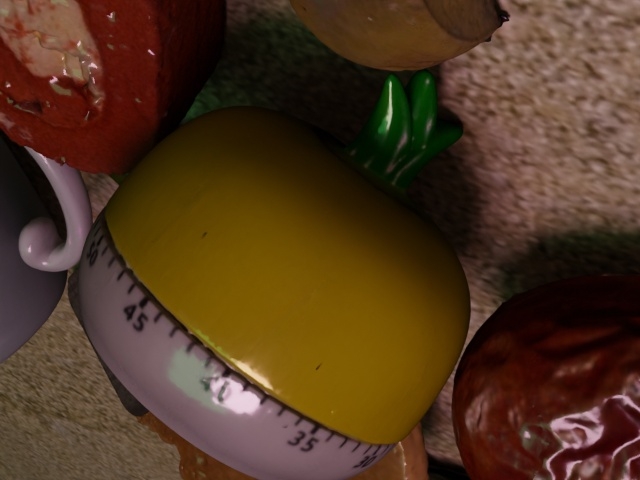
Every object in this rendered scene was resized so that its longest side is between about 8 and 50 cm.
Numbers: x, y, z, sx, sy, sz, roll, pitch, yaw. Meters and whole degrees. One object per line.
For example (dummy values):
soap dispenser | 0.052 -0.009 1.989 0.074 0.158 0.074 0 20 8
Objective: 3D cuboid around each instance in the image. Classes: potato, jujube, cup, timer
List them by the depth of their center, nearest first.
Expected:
potato | 0.013 -0.202 0.660 0.138 0.098 0.243 9 132 36
jujube | 0.212 0.107 0.745 0.255 0.190 0.190 -24 111 42
timer | 0.000 0.000 0.770 0.285 0.285 0.285 22 139 21
cup | -0.351 -0.020 1.029 0.357 0.259 0.274 -11 123 30

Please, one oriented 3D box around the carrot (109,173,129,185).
carrot | -0.146 -0.067 0.951 0.358 0.074 0.074 41 143 2

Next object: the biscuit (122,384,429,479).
biscuit | -0.054 0.165 1.065 0.376 0.051 0.269 5 111 41

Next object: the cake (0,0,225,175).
cake | -0.160 -0.177 0.789 0.177 0.150 0.283 21 140 3

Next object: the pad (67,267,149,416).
pad | -0.148 0.143 1.061 0.250 0.055 0.323 -38 60 47

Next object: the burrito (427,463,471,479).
burrito | 0.070 0.241 1.080 0.309 0.066 0.096 13 138 34
